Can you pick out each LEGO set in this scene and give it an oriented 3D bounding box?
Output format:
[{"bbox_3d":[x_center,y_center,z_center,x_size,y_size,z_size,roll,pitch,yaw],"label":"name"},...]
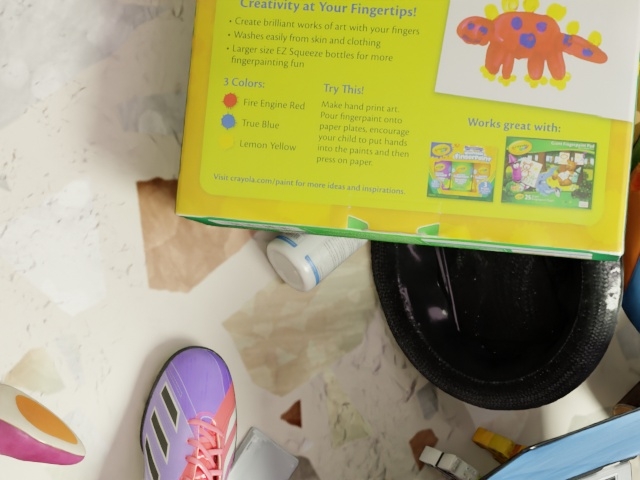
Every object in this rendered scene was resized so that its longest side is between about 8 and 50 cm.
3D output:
[{"bbox_3d":[0.239,0.285,1.790,0.227,0.093,0.087,37,74,-23],"label":"LEGO set"}]

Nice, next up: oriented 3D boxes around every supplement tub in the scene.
[{"bbox_3d":[0.000,0.000,1.674,0.107,0.071,0.071,-39,108,-22],"label":"supplement tub"}]

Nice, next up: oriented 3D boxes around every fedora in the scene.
[{"bbox_3d":[0.219,0.018,1.717,0.152,0.334,0.334,-13,97,-58],"label":"fedora"}]

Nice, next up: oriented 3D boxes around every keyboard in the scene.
[{"bbox_3d":[-0.116,0.328,1.649,0.072,0.014,0.256,42,72,-27],"label":"keyboard"}]

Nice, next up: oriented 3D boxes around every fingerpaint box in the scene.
[{"bbox_3d":[0.101,-0.182,1.552,0.445,0.163,0.371,4,87,10],"label":"fingerpaint box"}]

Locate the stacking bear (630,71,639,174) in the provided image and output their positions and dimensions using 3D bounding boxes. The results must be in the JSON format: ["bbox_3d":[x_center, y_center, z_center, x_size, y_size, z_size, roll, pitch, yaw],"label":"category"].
[{"bbox_3d":[0.352,-0.147,1.822,0.289,0.175,0.164,22,73,-17],"label":"stacking bear"}]

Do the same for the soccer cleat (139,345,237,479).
[{"bbox_3d":[-0.137,0.266,1.568,0.109,0.116,0.318,15,79,-20],"label":"soccer cleat"}]

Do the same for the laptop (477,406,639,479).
[{"bbox_3d":[0.278,0.343,1.579,0.382,0.236,0.408,-12,101,-36],"label":"laptop"}]

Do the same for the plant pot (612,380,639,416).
[{"bbox_3d":[0.506,0.178,1.815,0.215,0.215,0.230,45,78,-21],"label":"plant pot"}]

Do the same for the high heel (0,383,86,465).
[{"bbox_3d":[-0.354,0.199,1.498,0.244,0.082,0.117,27,107,-38],"label":"high heel"}]

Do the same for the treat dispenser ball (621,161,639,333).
[{"bbox_3d":[0.459,0.008,1.662,0.288,0.288,0.288,0,90,-28],"label":"treat dispenser ball"}]
